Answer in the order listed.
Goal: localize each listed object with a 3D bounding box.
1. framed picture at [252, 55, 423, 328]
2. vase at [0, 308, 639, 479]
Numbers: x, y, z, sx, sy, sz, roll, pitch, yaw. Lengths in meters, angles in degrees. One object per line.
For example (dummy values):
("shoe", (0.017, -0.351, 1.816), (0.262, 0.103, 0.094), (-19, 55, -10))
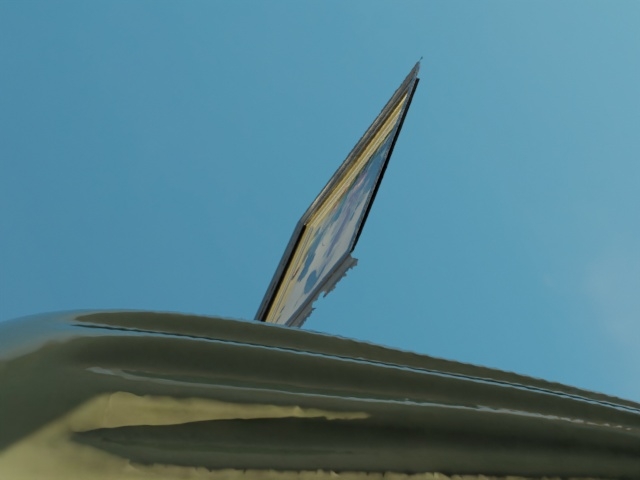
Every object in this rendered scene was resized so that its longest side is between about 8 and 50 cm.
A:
("framed picture", (0.000, 0.000, 0.774), (0.010, 0.199, 0.195), (31, -135, -8))
("vase", (-0.001, 0.085, 0.380), (0.248, 0.128, 0.128), (1, -115, -12))
